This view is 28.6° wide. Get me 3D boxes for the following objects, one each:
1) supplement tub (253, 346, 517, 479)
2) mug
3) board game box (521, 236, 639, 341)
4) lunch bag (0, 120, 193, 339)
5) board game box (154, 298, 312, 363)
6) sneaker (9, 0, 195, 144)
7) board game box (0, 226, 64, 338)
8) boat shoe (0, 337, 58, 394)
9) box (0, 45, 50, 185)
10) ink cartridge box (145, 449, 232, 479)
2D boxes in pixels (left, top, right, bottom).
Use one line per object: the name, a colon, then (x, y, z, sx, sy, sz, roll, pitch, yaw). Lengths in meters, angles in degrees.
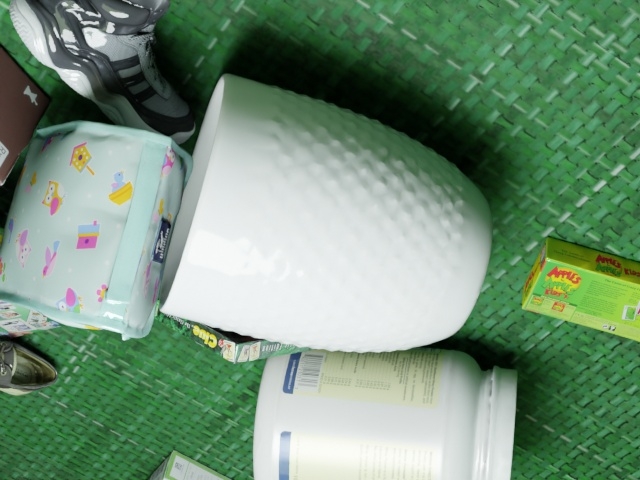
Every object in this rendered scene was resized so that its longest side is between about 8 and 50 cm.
supplement tub: (0.089, 0.254, 1.656, 0.325, 0.235, 0.235, 5, 132, 8)
mug: (0.000, 0.000, 1.459, 0.328, 0.276, 0.374, 15, 163, -10)
board game box: (0.352, 0.064, 1.559, 0.181, 0.043, 0.092, 16, 132, -2)
lunch bag: (-0.243, -0.013, 1.384, 0.160, 0.223, 0.262, 18, 174, -31)
board game box: (-0.067, 0.099, 1.533, 0.136, 0.259, 0.030, 23, 105, 34)
sneaker: (-0.200, -0.216, 1.392, 0.153, 0.101, 0.268, -37, 132, 18)
board game box: (-0.417, 0.056, 1.611, 0.213, 0.046, 0.317, -14, 159, 22)
boat shoe: (-0.454, 0.168, 1.757, 0.073, 0.080, 0.223, -11, 159, 23)
box: (-0.466, -0.138, 1.475, 0.203, 0.168, 0.167, -23, 122, 28)
ink cartridge box: (-0.173, 0.422, 1.977, 0.209, 0.062, 0.109, 30, 130, -14)
